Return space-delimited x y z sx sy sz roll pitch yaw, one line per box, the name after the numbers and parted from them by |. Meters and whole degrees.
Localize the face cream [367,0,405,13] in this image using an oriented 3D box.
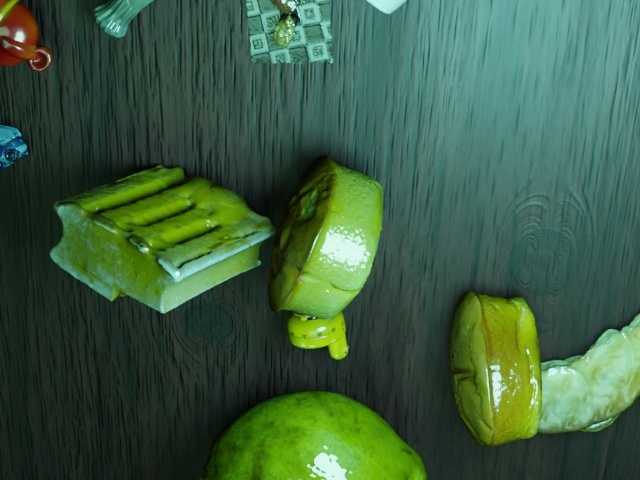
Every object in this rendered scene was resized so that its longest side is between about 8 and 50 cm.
0.193 -0.504 1.616 0.369 0.145 0.145 -39 106 23 | face cream

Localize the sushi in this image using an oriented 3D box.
-0.054 -0.369 1.775 0.139 0.031 0.201 -2 116 7 | sushi

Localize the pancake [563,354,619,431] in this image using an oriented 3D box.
0.486 0.281 2.033 0.158 0.028 0.158 3 110 8 | pancake

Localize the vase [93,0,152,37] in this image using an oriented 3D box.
-0.298 -0.390 1.772 0.148 0.081 0.081 -38 106 25 | vase

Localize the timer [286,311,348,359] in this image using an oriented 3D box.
-0.005 0.162 1.989 0.107 0.107 0.109 -7 111 10 | timer

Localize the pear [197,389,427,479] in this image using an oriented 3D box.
-0.020 0.439 2.009 0.413 0.352 0.352 9 117 -5 | pear

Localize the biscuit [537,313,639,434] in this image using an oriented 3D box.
0.485 0.250 1.983 0.299 0.045 0.154 -27 101 19 | biscuit

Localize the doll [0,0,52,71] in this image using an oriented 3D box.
-0.579 -0.386 1.757 0.363 0.160 0.182 35 107 -11 | doll

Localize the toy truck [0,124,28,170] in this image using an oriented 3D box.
-0.556 -0.170 1.925 0.073 0.056 0.090 -30 96 15 | toy truck

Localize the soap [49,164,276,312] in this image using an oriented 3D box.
-0.251 -0.006 1.800 0.259 0.281 0.143 26 115 24 | soap

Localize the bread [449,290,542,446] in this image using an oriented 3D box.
0.296 0.219 1.909 0.142 0.270 0.195 -1 161 -3 | bread

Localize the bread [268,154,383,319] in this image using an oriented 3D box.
0.000 0.000 1.825 0.148 0.270 0.270 19 117 -12 | bread
